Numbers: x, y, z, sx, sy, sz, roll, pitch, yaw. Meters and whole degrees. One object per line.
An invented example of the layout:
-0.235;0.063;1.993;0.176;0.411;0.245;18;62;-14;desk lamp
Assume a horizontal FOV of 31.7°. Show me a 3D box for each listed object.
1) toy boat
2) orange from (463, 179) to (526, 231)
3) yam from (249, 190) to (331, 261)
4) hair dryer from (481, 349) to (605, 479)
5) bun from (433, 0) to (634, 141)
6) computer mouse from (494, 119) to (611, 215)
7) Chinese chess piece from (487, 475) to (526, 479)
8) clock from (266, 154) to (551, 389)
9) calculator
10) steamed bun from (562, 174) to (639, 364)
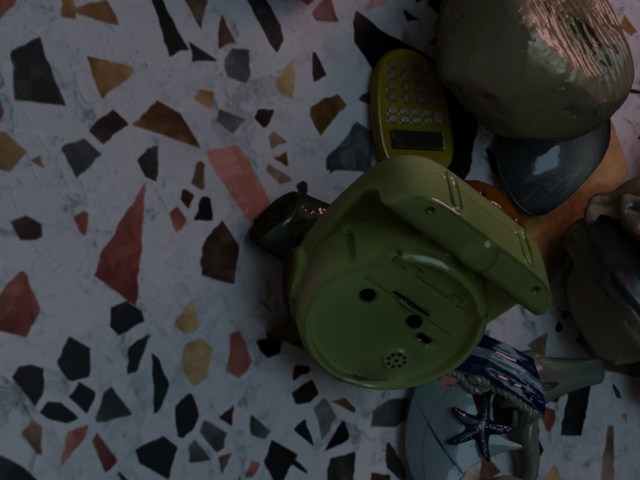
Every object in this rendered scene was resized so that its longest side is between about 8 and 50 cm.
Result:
0.220;0.268;1.625;0.210;0.070;0.292;-1;80;3;toy boat
0.205;0.012;1.622;0.206;0.206;0.206;5;80;-34;orange
0.000;0.000;1.535;0.183;0.107;0.107;26;69;-27;yam
0.366;0.283;1.766;0.229;0.092;0.267;-24;106;-29;hair dryer
0.321;-0.296;1.711;0.326;0.234;0.362;41;43;-9;bun
0.419;-0.188;1.864;0.167;0.090;0.379;52;57;-19;computer mouse
0.275;0.408;1.655;0.051;0.122;0.122;6;80;-35;Chinese chess piece
0.095;0.073;1.462;0.286;0.348;0.117;34;30;-26;clock
0.137;-0.174;1.696;0.146;0.032;0.235;-1;83;-35;calculator
0.524;0.036;1.792;0.206;0.275;0.320;34;57;-70;steamed bun
